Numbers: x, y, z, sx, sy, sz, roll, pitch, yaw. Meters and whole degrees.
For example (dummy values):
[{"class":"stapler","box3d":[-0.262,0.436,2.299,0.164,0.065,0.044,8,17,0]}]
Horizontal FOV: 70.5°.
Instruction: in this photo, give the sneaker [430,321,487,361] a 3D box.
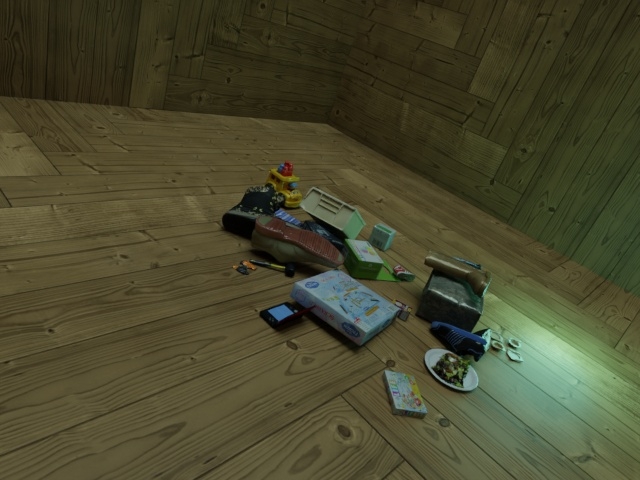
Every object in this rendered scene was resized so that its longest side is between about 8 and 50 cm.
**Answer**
[{"class":"sneaker","box3d":[0.509,0.381,1.716,0.232,0.090,0.081,15,-19,46]}]

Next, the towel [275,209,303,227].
[{"class":"towel","box3d":[-0.211,-0.093,2.181,0.336,0.040,0.243,32,29,23]}]

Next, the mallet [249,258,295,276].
[{"class":"mallet","box3d":[-0.191,0.098,1.833,0.190,0.039,0.062,15,25,0]}]

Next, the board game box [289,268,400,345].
[{"class":"board game box","box3d":[0.100,0.234,1.692,0.318,0.066,0.319,32,21,24]}]

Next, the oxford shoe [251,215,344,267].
[{"class":"oxford shoe","box3d":[-0.098,0.034,1.882,0.397,0.146,0.140,25,28,0]}]

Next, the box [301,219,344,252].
[{"class":"box","box3d":[0.000,0.000,2.057,0.156,0.093,0.158,16,25,-32]}]

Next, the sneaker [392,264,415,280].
[{"class":"sneaker","box3d":[0.387,0.150,2.105,0.118,0.042,0.067,18,25,-36]}]

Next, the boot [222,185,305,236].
[{"class":"boot","box3d":[-0.222,-0.115,2.054,0.377,0.138,0.284,12,36,5]}]

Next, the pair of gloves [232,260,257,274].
[{"class":"pair of gloves","box3d":[-0.295,0.104,1.769,0.074,0.010,0.083,27,28,14]}]

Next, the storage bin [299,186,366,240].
[{"class":"storage bin","box3d":[0.060,-0.122,2.199,0.260,0.123,0.262,30,-4,20]}]

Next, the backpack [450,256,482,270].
[{"class":"backpack","box3d":[0.695,0.161,2.229,0.173,0.117,0.158,24,26,8]}]

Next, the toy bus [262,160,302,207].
[{"class":"toy bus","box3d":[-0.182,-0.308,2.425,0.220,0.211,0.149,38,30,30]}]

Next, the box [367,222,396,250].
[{"class":"box","box3d":[0.318,-0.019,2.334,0.101,0.102,0.087,29,25,21]}]

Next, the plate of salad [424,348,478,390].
[{"class":"plate of salad","box3d":[0.465,0.445,1.595,0.200,0.048,0.200,16,26,-8]}]

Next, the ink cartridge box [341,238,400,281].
[{"class":"ink cartridge box","box3d":[0.237,0.090,2.071,0.255,0.097,0.189,7,28,-24]}]

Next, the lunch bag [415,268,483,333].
[{"class":"lunch bag","box3d":[0.556,0.242,1.918,0.235,0.169,0.287,25,31,12]}]

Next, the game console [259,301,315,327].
[{"class":"game console","box3d":[-0.113,0.237,1.552,0.124,0.085,0.144,37,30,30]}]

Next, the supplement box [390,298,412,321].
[{"class":"supplement box","box3d":[0.318,0.279,1.820,0.083,0.043,0.055,28,25,14]}]

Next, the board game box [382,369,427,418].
[{"class":"board game box","box3d":[0.259,0.477,1.411,0.103,0.026,0.154,13,27,-13]}]

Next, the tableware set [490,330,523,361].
[{"class":"tableware set","box3d":[0.762,0.430,1.865,0.141,0.020,0.168,23,26,6]}]

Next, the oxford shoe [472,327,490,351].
[{"class":"oxford shoe","box3d":[0.642,0.401,1.802,0.212,0.076,0.076,-13,78,-60]}]

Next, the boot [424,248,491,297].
[{"class":"boot","box3d":[0.555,0.131,1.864,0.269,0.089,0.236,24,14,16]}]
